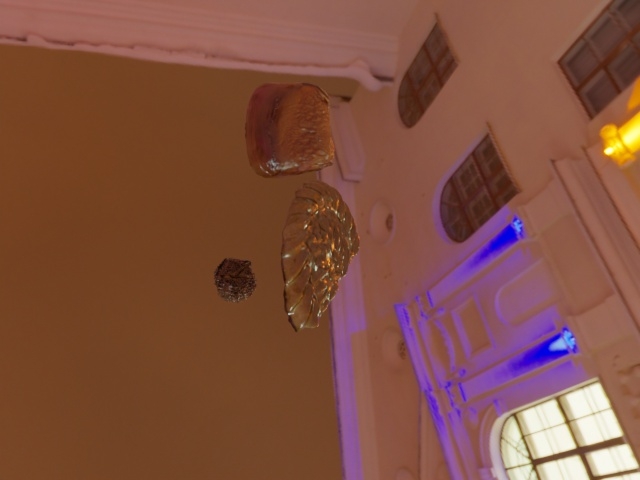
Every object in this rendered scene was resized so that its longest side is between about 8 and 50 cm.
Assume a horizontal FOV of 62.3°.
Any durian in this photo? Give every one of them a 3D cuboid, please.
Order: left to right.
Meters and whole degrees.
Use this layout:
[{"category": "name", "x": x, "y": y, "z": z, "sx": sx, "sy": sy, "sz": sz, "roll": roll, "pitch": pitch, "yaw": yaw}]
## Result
[{"category": "durian", "x": -0.146, "y": 0.072, "z": 0.919, "sx": 0.080, "sy": 0.091, "sz": 0.080, "roll": -2, "pitch": -126, "yaw": 3}]

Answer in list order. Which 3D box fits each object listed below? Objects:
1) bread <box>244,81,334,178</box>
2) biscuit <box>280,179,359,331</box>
[{"category": "bread", "x": -0.037, "y": -0.150, "z": 0.719, "sx": 0.126, "sy": 0.044, "sz": 0.129, "roll": -8, "pitch": -77, "yaw": -19}, {"category": "biscuit", "x": 0.000, "y": 0.000, "z": 0.824, "sx": 0.273, "sy": 0.036, "sz": 0.187, "roll": -57, "pitch": -46, "yaw": -53}]
